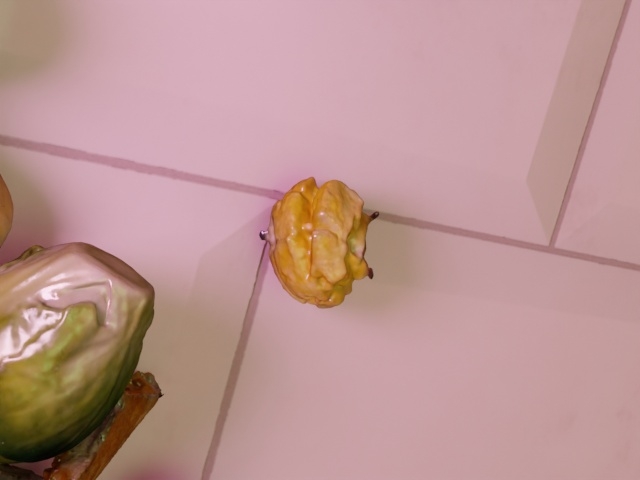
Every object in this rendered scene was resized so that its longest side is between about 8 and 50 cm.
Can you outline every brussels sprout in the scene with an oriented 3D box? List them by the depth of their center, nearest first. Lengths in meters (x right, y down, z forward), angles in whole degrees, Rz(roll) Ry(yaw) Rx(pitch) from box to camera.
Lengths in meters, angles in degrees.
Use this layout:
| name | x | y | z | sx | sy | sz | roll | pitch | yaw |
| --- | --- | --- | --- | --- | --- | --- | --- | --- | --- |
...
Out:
| name | x | y | z | sx | sy | sz | roll | pitch | yaw |
| --- | --- | --- | --- | --- | --- | --- | --- | --- | --- |
| brussels sprout | -0.295 | 0.112 | 1.136 | 0.271 | 0.210 | 0.219 | -47 | 161 | 18 |

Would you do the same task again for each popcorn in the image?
| name | x | y | z | sx | sy | sz | roll | pitch | yaw |
| --- | --- | --- | --- | --- | --- | --- | --- | --- | --- |
| popcorn | 0.000 | 0.000 | 1.360 | 0.152 | 0.148 | 0.167 | 0 | 122 | -7 |

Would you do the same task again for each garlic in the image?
| name | x | y | z | sx | sy | sz | roll | pitch | yaw |
| --- | --- | --- | --- | --- | --- | --- | --- | --- | --- |
| garlic | -0.362 | 0.318 | 1.277 | 0.113 | 0.074 | 0.094 | 19 | 85 | -51 |

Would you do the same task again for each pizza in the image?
| name | x | y | z | sx | sy | sz | roll | pitch | yaw |
| --- | --- | --- | --- | --- | --- | --- | --- | --- | --- |
| pizza | -0.271 | 0.248 | 1.261 | 0.056 | 0.134 | 0.271 | 33 | 60 | 6 |

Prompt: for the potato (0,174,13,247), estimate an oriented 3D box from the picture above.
| name | x | y | z | sx | sy | sz | roll | pitch | yaw |
| --- | --- | --- | --- | --- | --- | --- | --- | --- | --- |
| potato | -0.415 | -0.048 | 1.073 | 0.234 | 0.146 | 0.150 | 48 | 60 | -45 |
